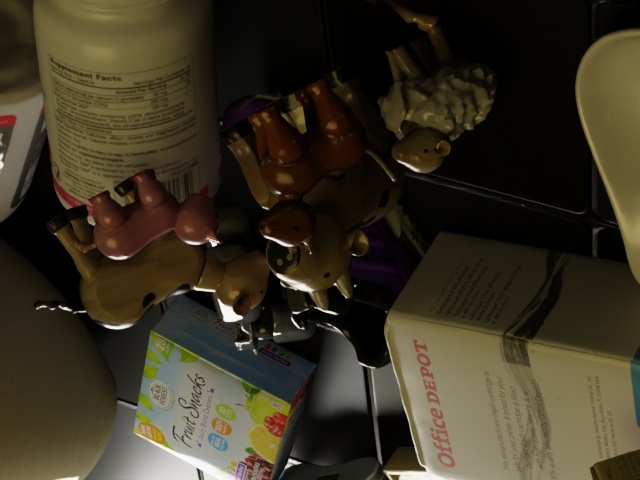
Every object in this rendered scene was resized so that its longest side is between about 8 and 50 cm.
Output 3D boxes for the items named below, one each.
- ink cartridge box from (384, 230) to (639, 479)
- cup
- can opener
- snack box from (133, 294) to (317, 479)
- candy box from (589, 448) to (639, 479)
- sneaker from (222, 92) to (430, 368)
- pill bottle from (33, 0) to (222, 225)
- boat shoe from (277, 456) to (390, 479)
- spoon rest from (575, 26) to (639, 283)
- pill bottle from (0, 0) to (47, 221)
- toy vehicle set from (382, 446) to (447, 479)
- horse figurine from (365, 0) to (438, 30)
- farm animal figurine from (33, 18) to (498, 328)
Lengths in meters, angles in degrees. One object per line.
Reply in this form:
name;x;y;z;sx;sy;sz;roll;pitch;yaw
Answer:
ink cartridge box;0.237;0.132;1.754;0.307;0.129;0.223;10;136;28
cup;-0.369;0.172;2.139;0.237;0.331;0.331;30;149;-34
can opener;-0.056;0.041;1.870;0.095;0.076;0.283;-4;161;1
snack box;-0.109;0.175;2.106;0.174;0.070;0.207;28;141;9
candy box;0.404;0.230;1.629;0.316;0.087;0.183;-18;128;0
sneaker;0.001;0.000;1.777;0.102;0.146;0.293;-21;117;47
pill bottle;-0.172;-0.161;1.717;0.160;0.160;0.283;18;133;21
boat shoe;0.014;0.296;2.146;0.183;0.065;0.083;-13;121;43
spoon rest;0.279;-0.057;1.561;0.137;0.084;0.276;11;137;27
pill bottle;-0.361;-0.115;1.901;0.176;0.176;0.318;33;142;3
toy vehicle set;0.198;0.282;1.979;0.166;0.035;0.267;51;150;-20
horse figurine;0.063;-0.271;1.512;0.174;0.066;0.263;34;140;-8
farm animal figurine;-0.032;-0.024;1.620;0.330;0.327;0.172;-23;97;44
